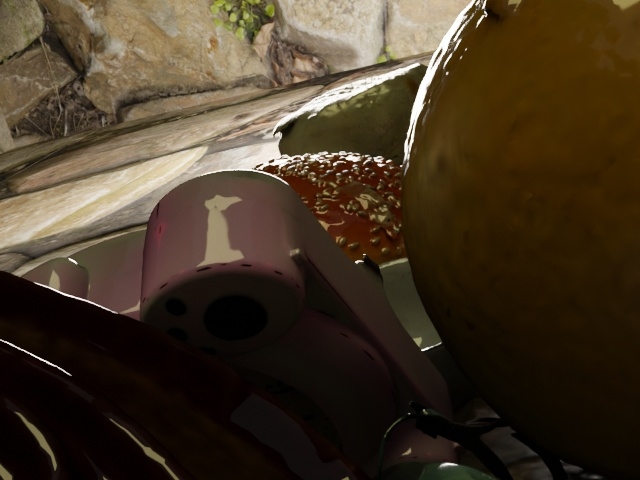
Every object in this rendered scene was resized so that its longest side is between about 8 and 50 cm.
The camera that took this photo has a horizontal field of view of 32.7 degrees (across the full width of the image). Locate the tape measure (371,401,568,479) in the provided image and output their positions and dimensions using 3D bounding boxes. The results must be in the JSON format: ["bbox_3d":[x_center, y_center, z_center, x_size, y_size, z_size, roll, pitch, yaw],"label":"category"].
[{"bbox_3d":[0.095,0.121,0.501,0.107,0.104,0.180,16,28,38],"label":"tape measure"}]

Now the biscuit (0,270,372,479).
[{"bbox_3d":[-0.112,0.125,0.292,0.408,0.091,0.407,20,22,-9],"label":"biscuit"}]

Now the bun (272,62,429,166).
[{"bbox_3d":[0.062,-0.135,1.406,0.239,0.141,0.239,-21,10,4],"label":"bun"}]

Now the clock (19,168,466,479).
[{"bbox_3d":[-0.074,0.089,0.572,0.248,0.227,0.090,-24,39,19],"label":"clock"}]

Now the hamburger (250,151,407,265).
[{"bbox_3d":[-0.002,0.002,0.956,0.237,0.147,0.237,-15,18,5],"label":"hamburger"}]

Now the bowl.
[{"bbox_3d":[0.053,0.080,0.726,0.189,0.086,0.189,-16,16,5],"label":"bowl"}]

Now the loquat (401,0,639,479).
[{"bbox_3d":[0.196,-0.049,0.523,0.329,0.359,0.328,-7,2,0],"label":"loquat"}]
